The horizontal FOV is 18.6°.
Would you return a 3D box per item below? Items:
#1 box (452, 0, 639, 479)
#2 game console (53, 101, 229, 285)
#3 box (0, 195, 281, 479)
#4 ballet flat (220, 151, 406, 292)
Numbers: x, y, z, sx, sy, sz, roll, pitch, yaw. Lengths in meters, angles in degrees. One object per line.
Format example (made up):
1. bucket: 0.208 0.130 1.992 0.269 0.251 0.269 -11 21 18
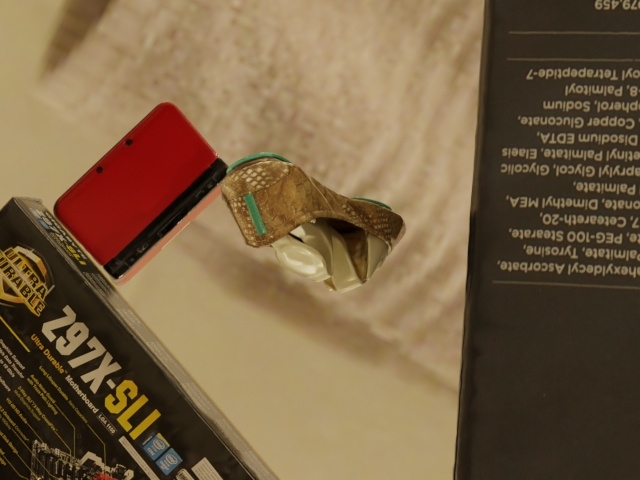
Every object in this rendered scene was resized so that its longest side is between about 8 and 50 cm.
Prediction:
1. box: 0.290 -0.008 1.439 0.480 0.297 0.472 27 65 -73
2. game console: -0.158 -0.040 1.740 0.144 0.085 0.124 -43 178 -7
3. box: -0.214 0.168 1.495 0.257 0.322 0.079 -43 170 6
4. ballet flat: 0.000 0.000 1.295 0.073 0.067 0.206 -24 158 25
